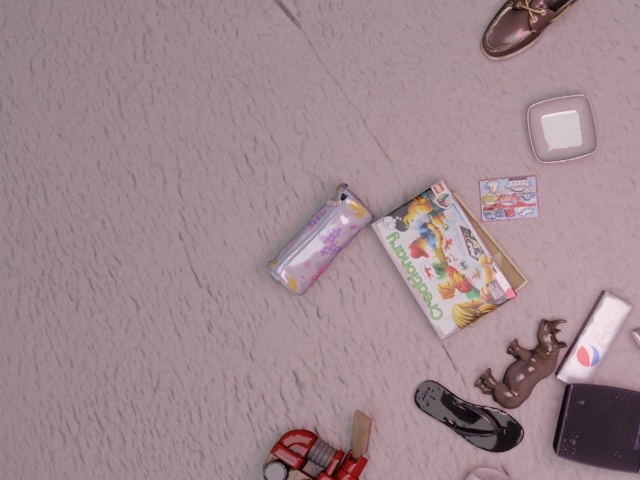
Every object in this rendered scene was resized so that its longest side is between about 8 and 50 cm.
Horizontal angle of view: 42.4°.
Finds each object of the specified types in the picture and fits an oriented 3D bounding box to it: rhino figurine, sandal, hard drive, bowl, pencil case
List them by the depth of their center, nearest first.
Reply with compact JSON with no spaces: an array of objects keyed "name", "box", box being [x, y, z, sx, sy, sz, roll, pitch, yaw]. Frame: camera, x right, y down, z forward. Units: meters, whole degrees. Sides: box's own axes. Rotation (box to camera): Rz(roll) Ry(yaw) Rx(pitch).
[{"name":"hard drive","box":[0.613,0.391,1.728,0.254,0.054,0.172,12,90,-12]},{"name":"rhino figurine","box":[0.454,0.265,1.808,0.106,0.073,0.243,43,96,16]},{"name":"bowl","box":[0.533,-0.242,1.825,0.142,0.053,0.142,-10,85,12]},{"name":"sandal","box":[0.325,0.399,1.839,0.254,0.054,0.097,22,92,14]},{"name":"pencil case","box":[0.000,0.000,1.903,0.113,0.124,0.273,44,98,12]}]

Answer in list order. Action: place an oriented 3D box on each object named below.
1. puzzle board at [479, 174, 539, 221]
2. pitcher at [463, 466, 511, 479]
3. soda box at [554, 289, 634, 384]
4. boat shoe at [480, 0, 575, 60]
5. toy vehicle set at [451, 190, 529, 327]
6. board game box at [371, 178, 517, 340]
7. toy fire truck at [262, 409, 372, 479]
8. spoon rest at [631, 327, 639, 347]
[{"name":"puzzle board","box":[0.425,-0.095,1.865,0.128,0.011,0.096,-4,86,13]},{"name":"pitcher","box":[0.379,0.608,1.793,0.177,0.125,0.207,7,100,-6]},{"name":"soda box","box":[0.587,0.216,1.777,0.069,0.074,0.216,29,94,12]},{"name":"boat shoe","box":[0.489,-0.527,1.828,0.324,0.096,0.117,-37,80,9]},{"name":"toy vehicle set","box":[0.323,0.042,1.868,0.166,0.035,0.267,-39,79,9]},{"name":"board game box","box":[0.272,0.042,1.833,0.193,0.053,0.305,-33,80,10]},{"name":"toy fire truck","box":[0.012,0.483,1.873,0.217,0.158,0.246,31,83,14]},{"name":"spoon rest","box":[0.784,0.144,1.709,0.276,0.084,0.137,-33,81,26]}]
